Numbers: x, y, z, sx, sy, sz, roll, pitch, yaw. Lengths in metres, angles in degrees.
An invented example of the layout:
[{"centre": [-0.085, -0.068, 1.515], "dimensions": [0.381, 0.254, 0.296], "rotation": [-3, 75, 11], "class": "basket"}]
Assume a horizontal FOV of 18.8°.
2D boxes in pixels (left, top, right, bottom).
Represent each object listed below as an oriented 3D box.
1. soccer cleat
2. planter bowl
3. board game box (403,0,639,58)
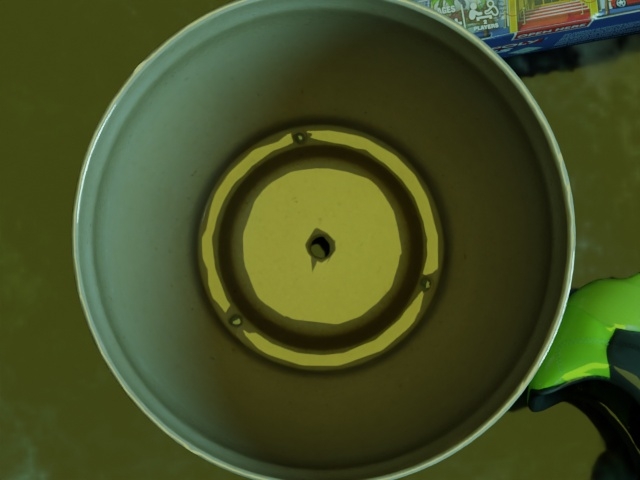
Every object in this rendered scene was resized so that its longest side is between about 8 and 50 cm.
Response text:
[{"centre": [0.155, 0.082, 0.693], "dimensions": [0.179, 0.060, 0.072], "rotation": [34, 66, 7], "class": "soccer cleat"}, {"centre": [0.000, 0.000, 0.669], "dimensions": [0.162, 0.109, 0.162], "rotation": [0, 88, -1], "class": "planter bowl"}, {"centre": [0.104, -0.174, 0.716], "dimensions": [0.194, 0.060, 0.194], "rotation": [-11, 86, -4], "class": "board game box"}]
